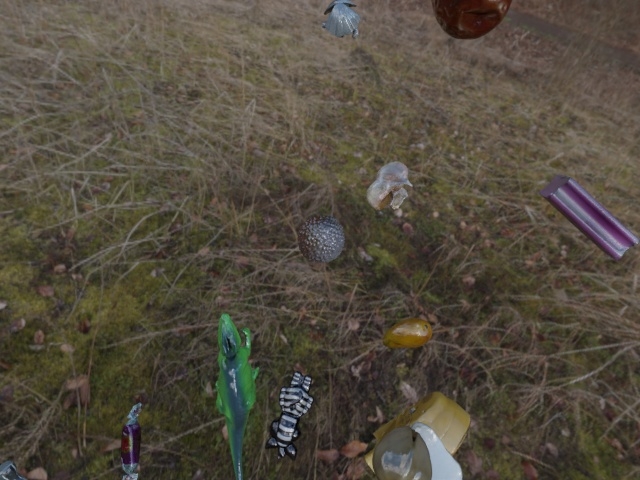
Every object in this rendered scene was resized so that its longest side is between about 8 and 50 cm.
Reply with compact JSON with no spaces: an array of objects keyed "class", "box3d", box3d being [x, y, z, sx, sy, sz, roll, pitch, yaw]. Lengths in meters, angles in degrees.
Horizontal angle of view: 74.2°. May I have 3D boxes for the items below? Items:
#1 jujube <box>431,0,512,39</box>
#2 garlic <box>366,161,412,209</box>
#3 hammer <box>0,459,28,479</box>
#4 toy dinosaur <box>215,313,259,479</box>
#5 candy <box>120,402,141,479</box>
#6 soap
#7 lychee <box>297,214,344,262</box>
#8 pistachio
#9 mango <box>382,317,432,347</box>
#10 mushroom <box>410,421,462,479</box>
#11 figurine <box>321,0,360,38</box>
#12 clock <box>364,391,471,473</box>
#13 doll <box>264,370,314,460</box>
[{"class":"jujube","box3d":[0.311,-0.541,0.894,0.167,0.168,0.237,7,59,-16]},{"class":"garlic","box3d":[0.222,-0.173,1.373,0.124,0.099,0.174,39,75,12]},{"class":"hammer","box3d":[-0.717,0.542,0.963,0.226,0.159,0.041,-2,28,32]},{"class":"toy dinosaur","box3d":[-0.226,0.484,1.188,0.143,0.375,0.501,-5,68,-12]},{"class":"candy","box3d":[-0.434,0.466,0.970,0.045,0.043,0.175,-13,70,19]},{"class":"soap","box3d":[0.600,-0.058,0.956,0.203,0.065,0.122,44,21,3]},{"class":"lychee","box3d":[0.000,0.000,1.406,0.165,0.197,0.165,13,50,-16]},{"class":"pistachio","box3d":[0.145,0.387,0.748,0.112,0.113,0.149,25,15,9]},{"class":"mango","box3d":[0.290,0.311,1.414,0.164,0.115,0.089,-5,50,1]},{"class":"mushroom","box3d":[0.249,0.529,1.037,0.122,0.329,0.160,-3,67,2]},{"class":"figurine","box3d":[0.048,-0.526,1.015,0.094,0.086,0.082,-10,10,10]},{"class":"clock","box3d":[0.318,0.621,1.331,0.200,0.317,0.244,43,10,10]},{"class":"doll","box3d":[-0.076,0.447,1.087,0.090,0.220,0.067,17,-7,3]}]
